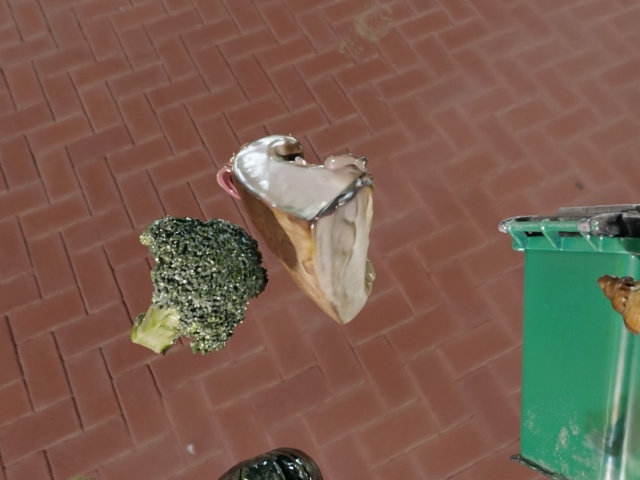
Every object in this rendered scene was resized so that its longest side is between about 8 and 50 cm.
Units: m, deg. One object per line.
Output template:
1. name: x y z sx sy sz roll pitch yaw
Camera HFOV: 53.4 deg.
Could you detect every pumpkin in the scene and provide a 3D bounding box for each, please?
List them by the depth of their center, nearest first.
1. pumpkin: -0.098 0.485 1.198 0.221 0.220 0.161 -16 74 -9

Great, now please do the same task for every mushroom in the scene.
1. mushroom: -0.030 -0.001 1.380 0.314 0.397 0.224 22 52 32

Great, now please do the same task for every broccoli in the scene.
1. broccoli: -0.254 0.090 1.197 0.221 0.362 0.251 6 78 -33

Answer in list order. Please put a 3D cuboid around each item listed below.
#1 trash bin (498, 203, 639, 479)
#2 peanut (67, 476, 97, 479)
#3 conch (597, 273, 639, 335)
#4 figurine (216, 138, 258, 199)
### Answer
1. trash bin: 0.404 0.147 0.881 0.296 0.259 0.380 9 86 -21
2. peanut: -0.462 0.482 1.100 0.230 0.103 0.098 -32 77 21
3. conch: 0.365 0.108 0.596 0.080 0.086 0.232 -12 58 -40
4. figurine: -0.184 -0.175 1.546 0.126 0.156 0.114 -15 37 -35
